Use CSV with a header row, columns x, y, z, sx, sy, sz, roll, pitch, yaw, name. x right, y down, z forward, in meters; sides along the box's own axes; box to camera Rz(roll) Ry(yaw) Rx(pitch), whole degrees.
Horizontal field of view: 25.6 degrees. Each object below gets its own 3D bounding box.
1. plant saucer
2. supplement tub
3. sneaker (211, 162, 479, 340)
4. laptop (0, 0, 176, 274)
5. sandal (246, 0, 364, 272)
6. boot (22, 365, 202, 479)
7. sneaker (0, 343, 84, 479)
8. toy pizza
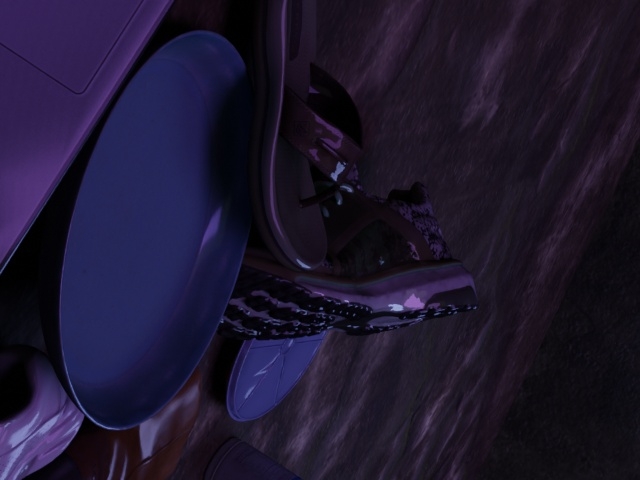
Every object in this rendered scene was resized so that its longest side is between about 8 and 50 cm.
x,y,z,sx,sy,sz,roll,pitch,yaw,name
-0.134,-0.010,1.100,0.317,0.044,0.317,14,90,-70,plant saucer
-0.072,0.282,1.616,0.071,0.107,0.071,-48,156,-31,supplement tub
0.000,0.000,1.431,0.410,0.158,0.182,5,70,-53,sneaker
-0.182,-0.215,0.527,0.382,0.408,0.236,-58,-156,-5,laptop
-0.007,-0.105,1.196,0.120,0.086,0.302,-63,157,-59,sandal
-0.224,0.258,1.315,0.280,0.096,0.264,-35,141,-62,boot
-0.276,0.171,1.058,0.232,0.090,0.115,-60,155,-27,sneaker
-0.048,0.108,1.552,0.201,0.032,0.201,-47,154,-31,toy pizza
